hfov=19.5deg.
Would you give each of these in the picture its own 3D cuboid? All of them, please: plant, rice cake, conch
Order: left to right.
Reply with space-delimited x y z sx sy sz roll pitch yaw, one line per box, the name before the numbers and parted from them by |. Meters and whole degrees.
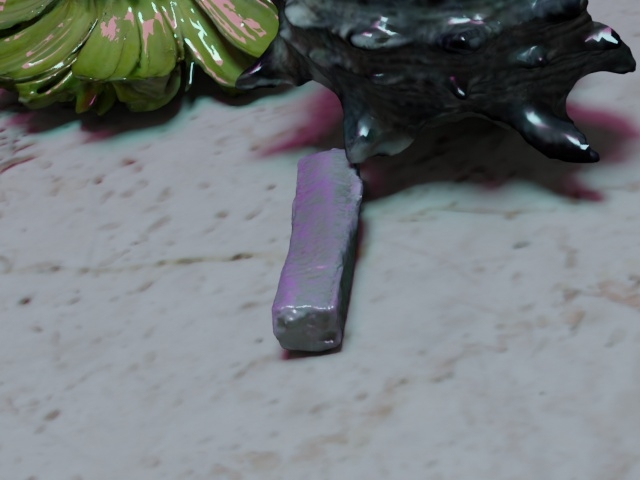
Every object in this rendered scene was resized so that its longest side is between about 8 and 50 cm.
plant | -0.151 -0.227 1.441 0.306 0.297 0.261 -44 9 -19
rice cake | 0.000 0.000 1.137 0.047 0.036 0.206 2 31 5
conch | 0.087 -0.145 1.236 0.241 0.186 0.313 3 12 -30
